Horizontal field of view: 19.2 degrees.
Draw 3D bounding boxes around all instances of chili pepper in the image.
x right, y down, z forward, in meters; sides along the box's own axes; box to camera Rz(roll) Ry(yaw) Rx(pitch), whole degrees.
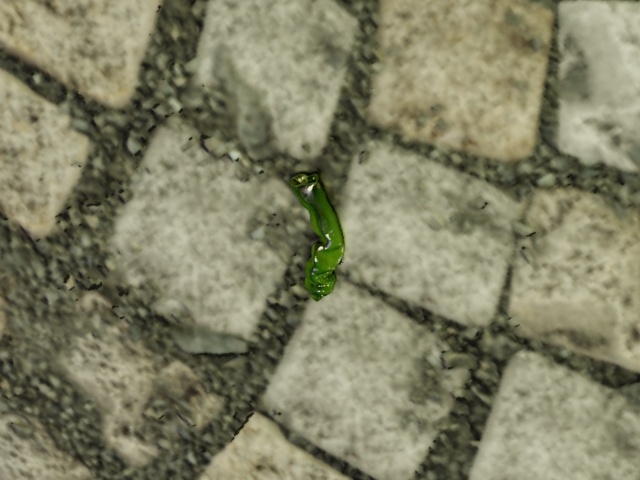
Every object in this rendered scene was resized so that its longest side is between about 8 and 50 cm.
[{"bbox_3d":[0.000,0.000,1.095,0.027,0.022,0.083,-11,116,-8],"label":"chili pepper"}]
